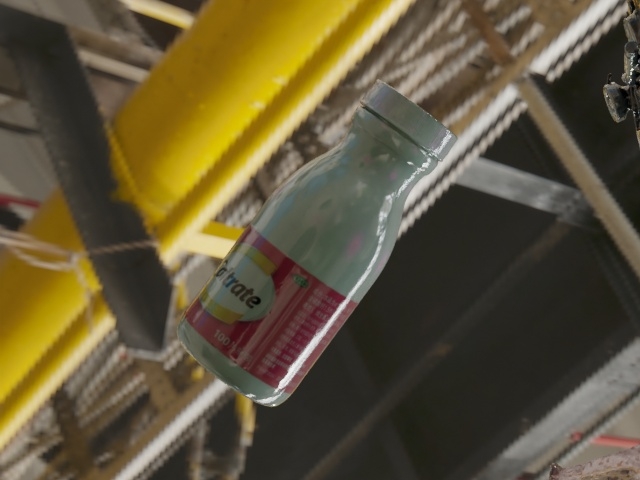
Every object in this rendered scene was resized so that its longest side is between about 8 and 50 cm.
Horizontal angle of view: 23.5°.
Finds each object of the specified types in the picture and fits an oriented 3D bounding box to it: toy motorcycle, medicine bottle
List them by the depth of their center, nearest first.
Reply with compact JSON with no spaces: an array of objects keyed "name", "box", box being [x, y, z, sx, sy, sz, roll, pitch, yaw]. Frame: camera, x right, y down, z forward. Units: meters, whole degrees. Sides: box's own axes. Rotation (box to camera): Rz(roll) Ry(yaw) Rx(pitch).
[{"name":"medicine bottle","box":[0.000,0.000,1.011,0.217,0.090,0.090,-54,-133,4]},{"name":"toy motorcycle","box":[0.348,-0.099,1.455,0.108,0.307,0.173,-20,-146,4]}]

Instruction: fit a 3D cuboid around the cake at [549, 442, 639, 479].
[{"name":"cake","box":[0.201,0.252,0.910,0.116,0.113,0.295,-11,-147,11]}]
